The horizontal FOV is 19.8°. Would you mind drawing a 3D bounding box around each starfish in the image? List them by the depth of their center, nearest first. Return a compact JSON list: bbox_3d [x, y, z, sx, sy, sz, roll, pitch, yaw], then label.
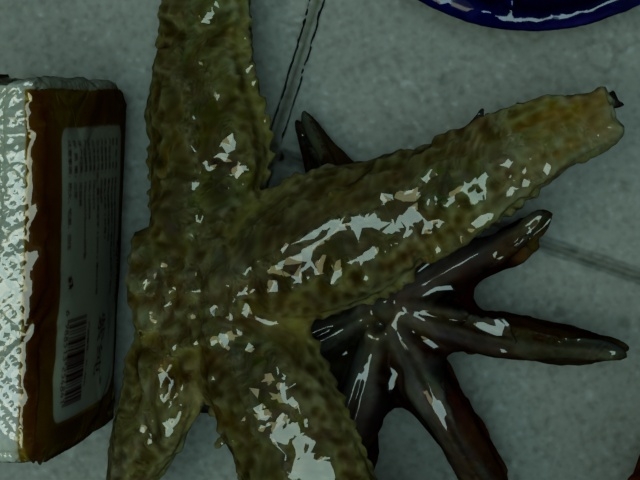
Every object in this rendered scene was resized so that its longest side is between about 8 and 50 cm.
[{"bbox_3d":[0.000,0.000,1.090,0.324,0.082,0.432,10,85,25],"label":"starfish"}]

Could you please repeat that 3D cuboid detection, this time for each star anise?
[{"bbox_3d":[0.049,0.043,1.154,0.288,0.088,0.288,0,91,17],"label":"star anise"}]

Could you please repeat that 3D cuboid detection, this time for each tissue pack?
[{"bbox_3d":[-0.177,0.012,1.128,0.092,0.183,0.226,0,94,7],"label":"tissue pack"}]

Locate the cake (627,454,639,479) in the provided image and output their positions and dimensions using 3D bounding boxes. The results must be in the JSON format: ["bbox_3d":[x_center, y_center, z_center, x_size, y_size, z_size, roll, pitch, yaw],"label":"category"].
[{"bbox_3d":[0.343,0.144,1.003,0.269,0.270,0.319,36,114,2],"label":"cake"}]

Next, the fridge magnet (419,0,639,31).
[{"bbox_3d":[0.129,-0.259,1.108,0.265,0.112,0.265,0,93,6],"label":"fridge magnet"}]
